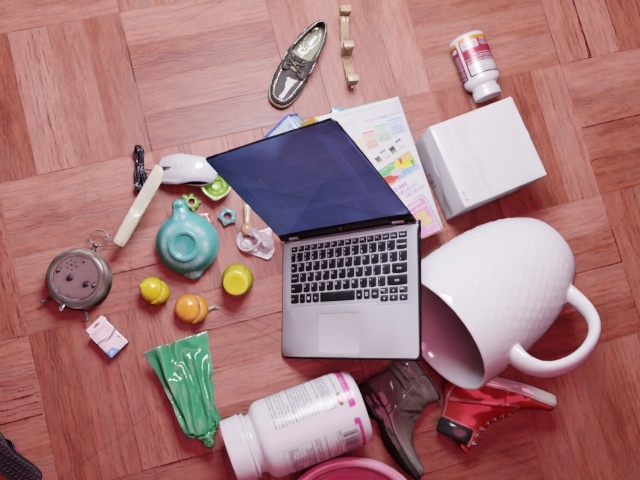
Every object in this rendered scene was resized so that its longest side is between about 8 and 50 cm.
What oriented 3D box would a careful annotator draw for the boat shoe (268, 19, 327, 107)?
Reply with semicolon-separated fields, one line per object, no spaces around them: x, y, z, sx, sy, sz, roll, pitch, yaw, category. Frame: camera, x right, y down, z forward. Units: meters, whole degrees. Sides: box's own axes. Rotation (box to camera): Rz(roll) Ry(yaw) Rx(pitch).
-0.051;-0.408;1.663;0.080;0.073;0.223;30;78;-2;boat shoe

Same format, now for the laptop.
-0.025;0.024;1.412;0.236;0.382;0.407;8;78;-43;laptop

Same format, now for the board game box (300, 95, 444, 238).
0.115;-0.132;1.578;0.242;0.064;0.316;-20;92;-34;board game box

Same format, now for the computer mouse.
-0.318;-0.157;1.580;0.193;0.042;0.106;0;80;12;computer mouse

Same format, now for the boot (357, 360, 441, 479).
0.198;0.373;1.570;0.161;0.083;0.246;-29;87;-16;boot

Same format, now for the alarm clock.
-0.500;0.063;1.541;0.129;0.064;0.192;22;76;-3;alarm clock

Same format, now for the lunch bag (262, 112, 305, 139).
-0.072;-0.185;1.617;0.151;0.096;0.129;-42;87;18;lunch bag

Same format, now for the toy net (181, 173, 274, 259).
-0.195;-0.042;1.601;0.122;0.045;0.232;-41;88;-11;toy net

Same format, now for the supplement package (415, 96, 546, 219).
0.351;-0.180;1.638;0.203;0.149;0.194;-21;84;-10;supplement package

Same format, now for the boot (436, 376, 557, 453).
0.380;0.384;1.587;0.244;0.088;0.176;11;80;3;boot

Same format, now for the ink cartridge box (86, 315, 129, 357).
-0.450;0.201;1.539;0.083;0.028;0.048;44;78;2;ink cartridge box

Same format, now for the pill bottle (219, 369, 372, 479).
-0.051;0.383;1.492;0.283;0.160;0.160;-18;84;-10;pill bottle

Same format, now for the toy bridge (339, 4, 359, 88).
0.062;-0.441;1.688;0.026;0.063;0.188;-5;83;-8;toy bridge

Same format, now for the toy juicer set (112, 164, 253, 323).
-0.314;0.029;1.561;0.209;0.089;0.329;-39;96;2;toy juicer set

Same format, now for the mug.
0.390;0.130;1.503;0.328;0.276;0.374;-33;49;-21;mug

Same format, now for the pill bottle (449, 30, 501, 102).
0.365;-0.403;1.709;0.086;0.086;0.152;-18;84;-10;pill bottle

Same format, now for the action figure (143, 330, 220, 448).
-0.267;0.321;1.525;0.137;0.063;0.232;-18;80;-11;action figure

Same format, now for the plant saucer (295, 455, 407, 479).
0.059;0.613;1.509;0.332;0.084;0.332;1;80;-7;plant saucer

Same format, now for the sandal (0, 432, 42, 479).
-0.639;0.435;1.478;0.067;0.040;0.179;-44;103;-6;sandal

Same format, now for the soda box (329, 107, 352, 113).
0.061;-0.188;1.646;0.071;0.067;0.210;-3;82;-7;soda box
